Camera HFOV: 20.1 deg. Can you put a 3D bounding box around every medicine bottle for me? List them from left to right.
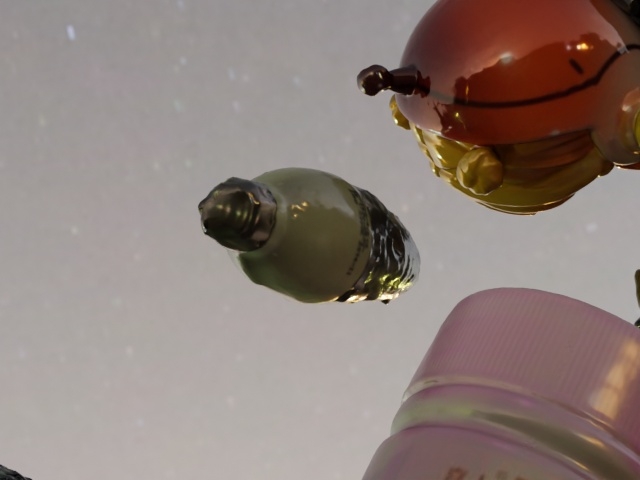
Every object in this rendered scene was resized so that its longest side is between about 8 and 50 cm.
[{"bbox_3d":[0.105,0.209,1.116,0.202,0.316,0.202,22,-28,12],"label":"medicine bottle"}]

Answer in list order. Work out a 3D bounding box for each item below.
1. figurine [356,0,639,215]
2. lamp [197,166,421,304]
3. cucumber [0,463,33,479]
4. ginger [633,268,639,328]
[{"bbox_3d":[0.200,-0.147,1.492,0.323,0.320,0.196,-32,-62,-5],"label":"figurine"},{"bbox_3d":[0.000,0.000,1.313,0.101,0.101,0.250,-33,-25,23],"label":"lamp"},{"bbox_3d":[-0.317,0.125,1.174,0.096,0.096,0.359,-35,-58,25],"label":"cucumber"},{"bbox_3d":[0.455,-0.048,1.456,0.413,0.358,0.211,-6,-71,17],"label":"ginger"}]
